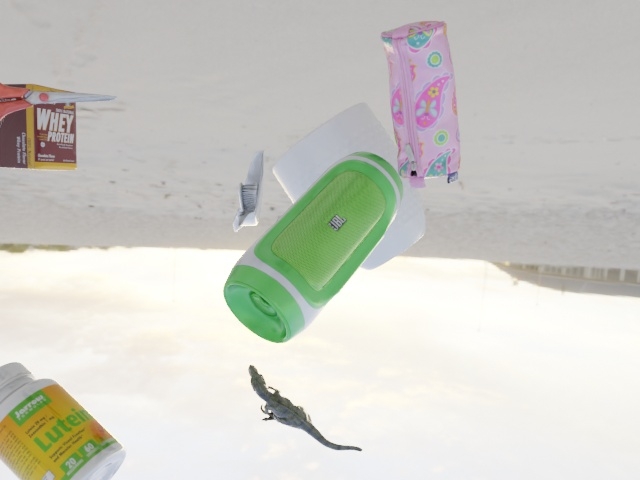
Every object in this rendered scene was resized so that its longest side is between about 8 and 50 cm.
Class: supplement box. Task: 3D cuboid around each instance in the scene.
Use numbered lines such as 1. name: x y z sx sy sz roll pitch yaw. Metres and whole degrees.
1. supplement box: -0.705 -0.266 1.317 0.194 0.192 0.129 5 -173 19

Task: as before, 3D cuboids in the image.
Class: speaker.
1. speaker: 0.000 0.000 0.766 0.131 0.131 0.296 8 -136 39

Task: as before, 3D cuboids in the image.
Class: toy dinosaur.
1. toy dinosaur: -0.051 0.348 1.088 0.268 0.064 0.118 36 154 -4

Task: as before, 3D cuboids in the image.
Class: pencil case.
1. pencil case: 0.184 -0.245 1.002 0.124 0.284 0.124 -9 -156 4

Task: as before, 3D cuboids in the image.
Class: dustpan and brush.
1. dustpan and brush: -0.152 -0.070 1.125 0.060 0.147 0.211 6 152 -3

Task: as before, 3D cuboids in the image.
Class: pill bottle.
1. pill bottle: -0.452 0.315 0.903 0.245 0.136 0.136 37 -167 12

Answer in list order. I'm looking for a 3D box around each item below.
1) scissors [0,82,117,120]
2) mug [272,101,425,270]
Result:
1. scissors: -0.543 -0.278 1.038 0.297 0.109 0.021 -24 -157 -25
2. mug: 0.087 -0.110 1.352 0.276 0.328 0.374 -35 -179 0
